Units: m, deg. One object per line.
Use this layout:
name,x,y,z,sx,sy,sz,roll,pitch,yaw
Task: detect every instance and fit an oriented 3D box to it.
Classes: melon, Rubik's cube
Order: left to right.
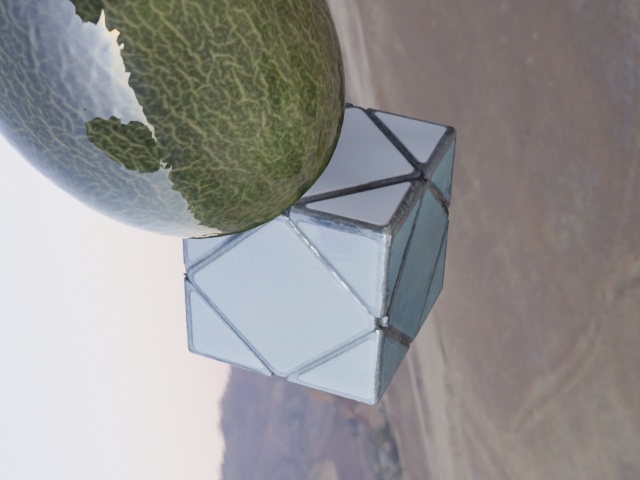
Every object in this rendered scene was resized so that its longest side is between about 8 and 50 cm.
melon,-0.114,-0.135,0.846,0.302,0.237,0.237,49,-169,-25
Rubik's cube,0.000,0.000,1.186,0.205,0.207,0.205,-54,-27,-49
